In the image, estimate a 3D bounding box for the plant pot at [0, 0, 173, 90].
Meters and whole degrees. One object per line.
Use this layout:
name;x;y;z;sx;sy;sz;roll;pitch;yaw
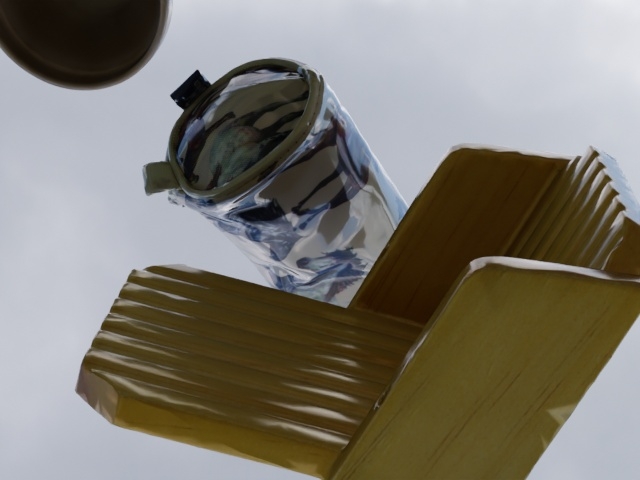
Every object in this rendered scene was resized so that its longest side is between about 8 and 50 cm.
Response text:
plant pot;-0.280;-0.307;1.776;0.237;0.237;0.110;24;-150;0

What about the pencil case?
pencil case;0.000;0.000;1.461;0.183;0.410;0.160;-21;-132;16

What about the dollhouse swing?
dollhouse swing;0.030;0.021;1.159;0.305;0.315;0.347;29;-163;-5
